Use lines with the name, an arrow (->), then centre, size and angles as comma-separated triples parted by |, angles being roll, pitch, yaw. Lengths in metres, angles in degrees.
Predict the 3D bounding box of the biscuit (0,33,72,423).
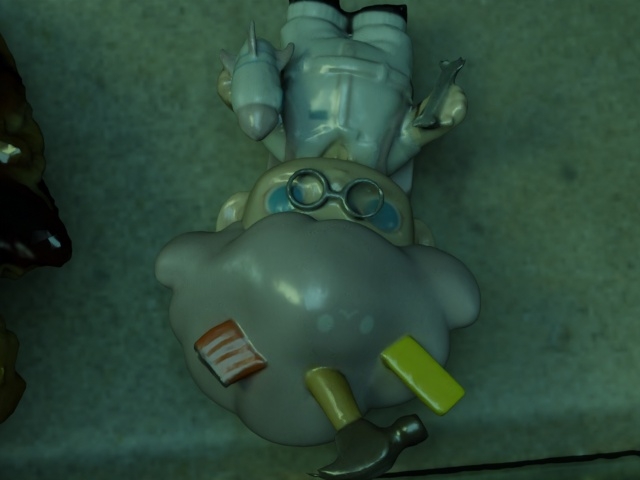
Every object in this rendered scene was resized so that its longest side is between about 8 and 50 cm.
biscuit -> -0.256, -0.011, 0.828 | 0.289, 0.081, 0.334 | -25, 61, -18

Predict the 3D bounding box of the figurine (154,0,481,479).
figurine -> 0.000, 0.000, 0.850 | 0.137, 0.112, 0.229 | 8, 67, -6
